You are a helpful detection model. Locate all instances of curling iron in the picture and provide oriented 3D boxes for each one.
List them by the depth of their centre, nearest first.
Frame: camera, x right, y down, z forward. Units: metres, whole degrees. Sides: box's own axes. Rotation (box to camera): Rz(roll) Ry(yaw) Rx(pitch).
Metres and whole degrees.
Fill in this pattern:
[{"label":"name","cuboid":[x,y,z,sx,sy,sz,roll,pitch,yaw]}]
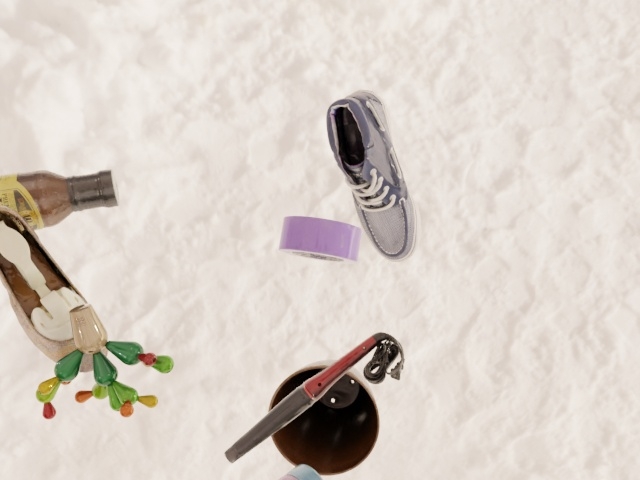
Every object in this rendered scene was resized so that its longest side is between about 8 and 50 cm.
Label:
[{"label":"curling iron","cuboid":[-0.002,0.200,0.848,0.274,0.035,0.068,-27,47,-18]}]

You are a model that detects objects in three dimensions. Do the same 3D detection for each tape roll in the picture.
[{"label":"tape roll","cuboid":[0.000,0.000,1.545,0.189,0.189,0.080,9,84,2]}]

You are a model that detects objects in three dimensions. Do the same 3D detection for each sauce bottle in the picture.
[{"label":"sauce bottle","cuboid":[-0.540,-0.068,1.180,0.344,0.111,0.111,-12,67,-10]}]

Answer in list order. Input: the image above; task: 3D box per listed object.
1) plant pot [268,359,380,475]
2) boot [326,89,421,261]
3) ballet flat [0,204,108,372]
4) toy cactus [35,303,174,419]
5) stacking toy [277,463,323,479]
[{"label":"plant pot","cuboid":[0.020,0.331,1.366,0.215,0.230,0.215,1,96,8]},{"label":"boot","cuboid":[0.050,-0.058,0.683,0.069,0.086,0.190,-13,101,25]},{"label":"ballet flat","cuboid":[-0.448,0.077,1.049,0.107,0.106,0.316,-38,92,-26]},{"label":"toy cactus","cuboid":[-0.344,0.189,1.009,0.219,0.112,0.180,-12,106,10]},{"label":"stacking toy","cuboid":[0.032,0.480,0.948,0.130,0.309,0.279,-16,105,-32]}]
